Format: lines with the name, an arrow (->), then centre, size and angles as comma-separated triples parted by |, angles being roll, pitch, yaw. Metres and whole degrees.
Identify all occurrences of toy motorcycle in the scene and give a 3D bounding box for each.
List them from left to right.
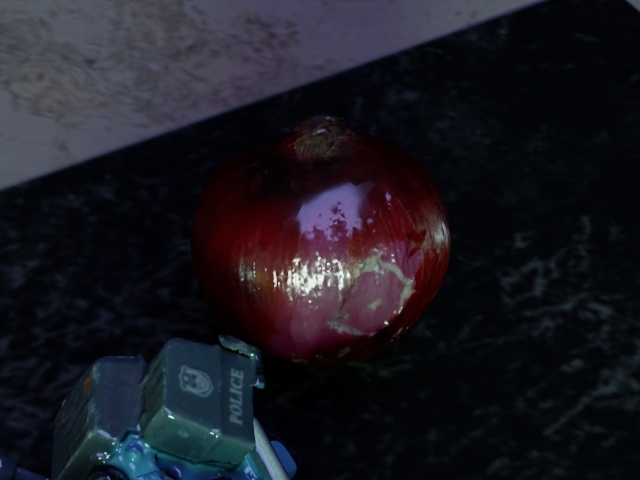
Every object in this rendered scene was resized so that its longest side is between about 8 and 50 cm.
toy motorcycle -> -0.071, 0.155, 0.799 | 0.182, 0.123, 0.272 | 20, 40, -23

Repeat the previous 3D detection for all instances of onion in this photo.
onion -> 0.000, 0.000, 0.969 | 0.131, 0.131, 0.131 | 6, 43, -6
